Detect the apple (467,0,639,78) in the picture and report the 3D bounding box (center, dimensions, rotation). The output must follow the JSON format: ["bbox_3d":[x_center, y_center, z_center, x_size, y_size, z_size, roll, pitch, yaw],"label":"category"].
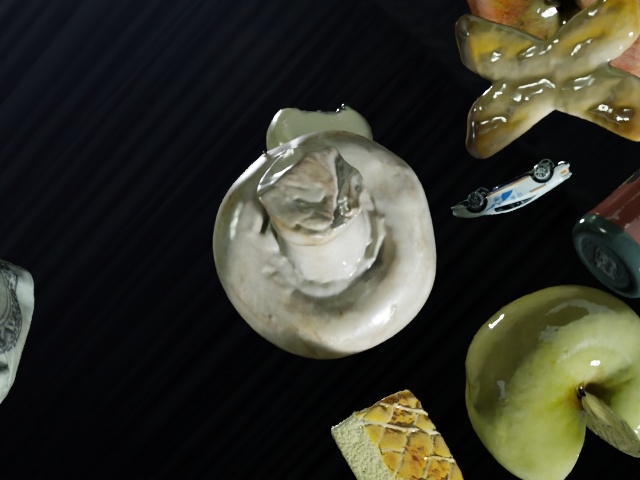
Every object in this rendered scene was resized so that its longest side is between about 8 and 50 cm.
[{"bbox_3d":[0.356,-0.378,1.576,0.339,0.305,0.338,23,149,15],"label":"apple"}]

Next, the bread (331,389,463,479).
[{"bbox_3d":[0.108,0.281,1.495,0.125,0.068,0.188,-18,-106,-53],"label":"bread"}]

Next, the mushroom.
[{"bbox_3d":[0.000,0.000,1.552,0.297,0.297,0.290,46,180,14],"label":"mushroom"}]

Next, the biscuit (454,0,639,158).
[{"bbox_3d":[0.243,-0.176,1.300,0.047,0.208,0.164,-10,-86,-56],"label":"biscuit"}]

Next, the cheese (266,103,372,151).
[{"bbox_3d":[-0.005,-0.117,1.845,0.164,0.070,0.248,11,-140,-4],"label":"cheese"}]

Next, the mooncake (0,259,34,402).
[{"bbox_3d":[-0.507,0.098,1.624,0.254,0.136,0.250,24,-146,-21],"label":"mooncake"}]

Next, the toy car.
[{"bbox_3d":[0.310,-0.079,2.002,0.056,0.205,0.095,64,-164,-1],"label":"toy car"}]

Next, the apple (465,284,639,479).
[{"bbox_3d":[0.346,0.206,1.756,0.292,0.292,0.254,43,176,-9],"label":"apple"}]

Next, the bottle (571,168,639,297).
[{"bbox_3d":[0.533,-0.069,1.810,0.144,0.336,0.144,46,165,17],"label":"bottle"}]
